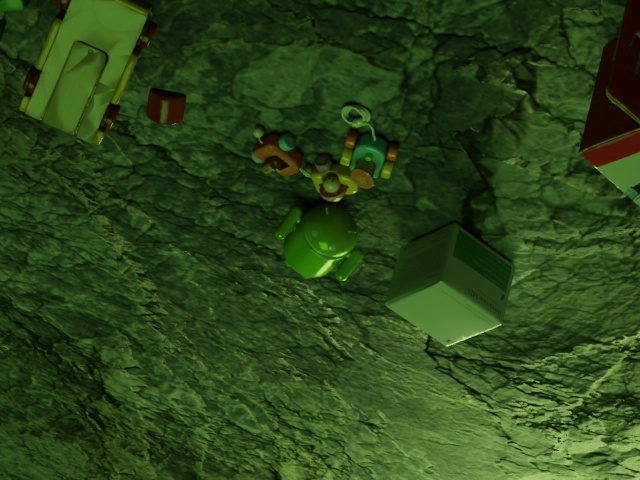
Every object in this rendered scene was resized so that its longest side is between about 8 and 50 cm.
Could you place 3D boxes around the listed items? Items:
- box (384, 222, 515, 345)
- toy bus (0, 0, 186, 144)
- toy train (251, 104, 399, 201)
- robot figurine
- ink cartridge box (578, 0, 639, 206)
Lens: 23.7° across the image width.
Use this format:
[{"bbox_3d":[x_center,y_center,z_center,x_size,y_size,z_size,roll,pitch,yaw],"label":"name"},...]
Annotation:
[{"bbox_3d":[0.148,0.051,1.745,0.101,0.087,0.102,34,144,-24],"label":"box"},{"bbox_3d":[-0.224,-0.202,1.534,0.202,0.104,0.191,-15,117,13],"label":"toy bus"},{"bbox_3d":[0.003,-0.086,1.651,0.166,0.046,0.125,-17,134,42],"label":"toy train"},{"bbox_3d":[0.000,0.000,1.760,0.101,0.067,0.115,37,144,-6],"label":"robot figurine"},{"bbox_3d":[0.318,-0.103,1.392,0.231,0.134,0.078,37,143,-26],"label":"ink cartridge box"}]
